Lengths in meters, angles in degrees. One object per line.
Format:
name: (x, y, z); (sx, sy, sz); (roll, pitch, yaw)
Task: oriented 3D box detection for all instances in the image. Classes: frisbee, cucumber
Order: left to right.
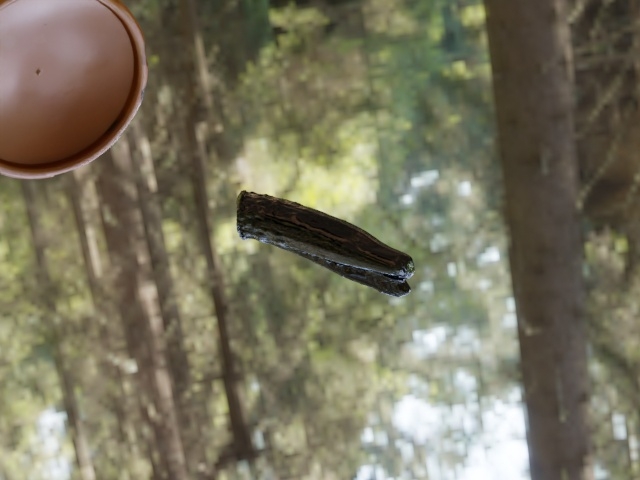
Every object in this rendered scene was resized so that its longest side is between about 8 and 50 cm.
frisbee: (-0.246, -0.145, 1.507); (0.192, 0.192, 0.035); (-18, -144, -23)
cucumber: (0.001, -0.001, 1.016); (0.135, 0.033, 0.034); (20, -132, 27)
